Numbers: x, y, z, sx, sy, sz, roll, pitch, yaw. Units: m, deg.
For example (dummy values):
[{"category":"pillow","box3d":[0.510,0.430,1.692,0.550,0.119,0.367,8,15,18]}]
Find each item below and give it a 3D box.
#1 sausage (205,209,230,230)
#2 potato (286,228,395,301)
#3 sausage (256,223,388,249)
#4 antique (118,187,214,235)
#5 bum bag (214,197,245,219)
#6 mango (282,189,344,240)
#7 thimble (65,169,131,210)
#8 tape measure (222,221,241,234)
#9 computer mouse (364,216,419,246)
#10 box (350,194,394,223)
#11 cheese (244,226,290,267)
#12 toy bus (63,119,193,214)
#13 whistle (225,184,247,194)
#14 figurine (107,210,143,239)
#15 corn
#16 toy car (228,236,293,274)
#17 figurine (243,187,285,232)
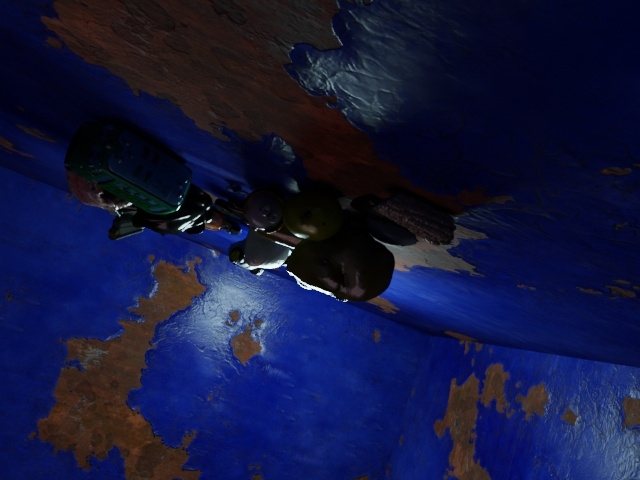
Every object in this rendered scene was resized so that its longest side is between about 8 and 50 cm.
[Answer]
[{"category":"sausage","box3d":[-0.552,-0.115,2.111,0.312,0.093,0.093,19,168,3]},{"category":"potato","box3d":[0.055,0.075,1.464,0.351,0.202,0.218,-6,127,27]},{"category":"sausage","box3d":[0.000,-0.001,1.633,0.501,0.123,0.136,18,-158,10]},{"category":"antique","box3d":[-0.578,-0.115,1.839,0.255,0.185,0.322,6,-164,21]},{"category":"bum bag","box3d":[-0.279,-0.102,1.806,0.248,0.060,0.123,18,167,5]},{"category":"mango","box3d":[-0.024,-0.070,1.378,0.175,0.142,0.293,13,178,-4]},{"category":"thimble","box3d":[-0.718,-0.219,1.598,0.162,0.239,0.239,11,165,38]},{"category":"tape measure","box3d":[-0.419,-0.058,2.233,0.094,0.054,0.091,19,174,17]},{"category":"computer mouse","box3d":[0.211,-0.015,1.428,0.182,0.056,0.089,21,172,-8]},{"category":"box","box3d":[0.155,-0.081,1.292,0.126,0.027,0.125,25,167,-20]},{"category":"cheese","box3d":[-0.212,0.023,1.960,0.154,0.198,0.189,9,173,31]},{"category":"toy bus","box3d":[-0.572,-0.218,1.475,0.200,0.183,0.343,6,163,37]},{"category":"whistle","box3d":[-0.280,-0.170,1.593,0.083,0.029,0.033,20,-154,26]},{"category":"figurine","box3d":[-0.792,-0.168,1.882,0.167,0.284,0.342,-15,-159,-21]},{"category":"corn","box3d":[0.234,-0.060,1.154,0.211,0.087,0.087,30,166,-14]},{"category":"toy car","box3d":[-0.269,0.037,2.187,0.314,0.165,0.198,-20,151,24]},{"category":"figurine","box3d":[-0.187,-0.094,1.503,0.143,0.143,0.271,25,168,-23]}]
